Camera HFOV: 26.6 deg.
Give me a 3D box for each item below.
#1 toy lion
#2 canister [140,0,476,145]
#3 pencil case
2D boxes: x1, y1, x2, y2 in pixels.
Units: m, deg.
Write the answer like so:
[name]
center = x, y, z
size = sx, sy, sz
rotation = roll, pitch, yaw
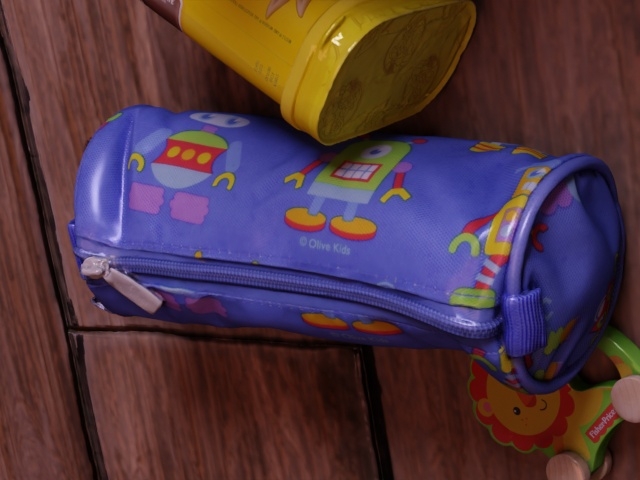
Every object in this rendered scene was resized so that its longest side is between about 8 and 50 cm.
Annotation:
[toy lion]
center = 0.126, 0.079, 0.721
size = 0.096, 0.034, 0.100
rotation = 48, 127, 21
[canister]
center = -0.023, -0.131, 0.690
size = 0.170, 0.126, 0.073
rotation = 38, 125, 21
[pencil case]
center = 0.000, 0.000, 0.712
size = 0.306, 0.133, 0.119
rotation = 8, 126, 32
